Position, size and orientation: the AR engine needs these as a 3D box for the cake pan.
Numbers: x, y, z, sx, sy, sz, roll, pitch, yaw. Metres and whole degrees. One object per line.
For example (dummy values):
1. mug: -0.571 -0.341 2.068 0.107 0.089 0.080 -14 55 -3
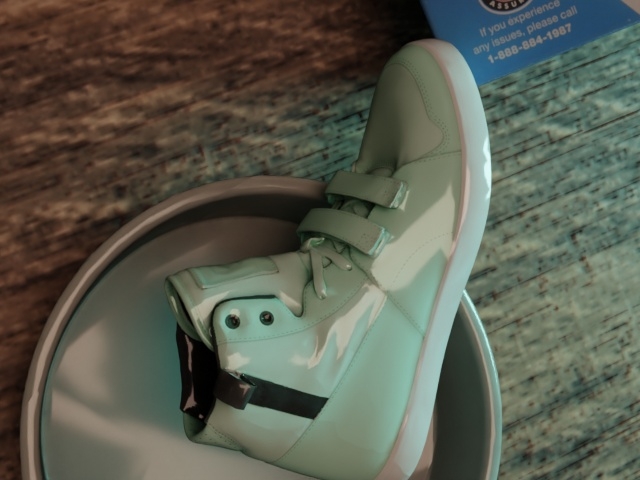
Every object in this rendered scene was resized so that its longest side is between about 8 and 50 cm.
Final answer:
1. cake pan: -0.033 0.110 0.823 0.293 0.054 0.293 1 86 -21

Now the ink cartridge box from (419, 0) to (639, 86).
1. ink cartridge box: 0.131 -0.272 0.818 0.223 0.129 0.307 -20 96 17

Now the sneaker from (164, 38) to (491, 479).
1. sneaker: 0.000 0.000 0.759 0.151 0.094 0.256 13 84 -27
